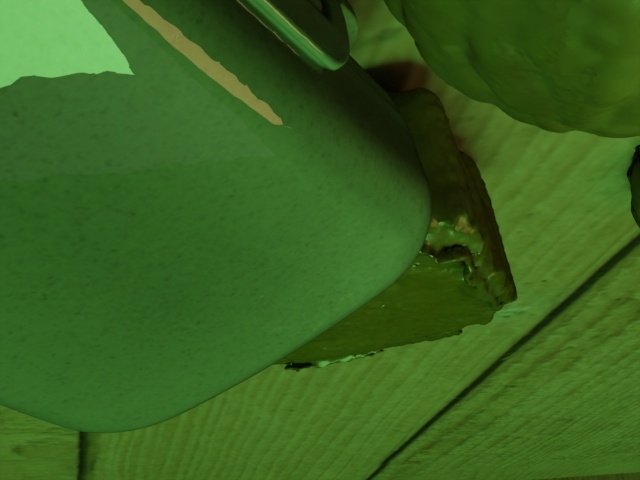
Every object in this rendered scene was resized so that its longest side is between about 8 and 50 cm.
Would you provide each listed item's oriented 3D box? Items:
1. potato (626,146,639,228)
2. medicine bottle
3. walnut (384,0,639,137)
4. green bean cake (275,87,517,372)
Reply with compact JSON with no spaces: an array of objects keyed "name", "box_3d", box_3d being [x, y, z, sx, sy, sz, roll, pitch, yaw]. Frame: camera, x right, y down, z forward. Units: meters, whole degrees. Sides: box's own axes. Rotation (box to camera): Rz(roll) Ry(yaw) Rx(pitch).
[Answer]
[{"name":"potato","box_3d":[0.289,-0.026,0.922,0.120,0.100,0.261,0,160,-16]},{"name":"medicine bottle","box_3d":[-0.127,-0.043,0.591,0.282,0.123,0.375,-33,140,18]},{"name":"walnut","box_3d":[0.111,-0.140,0.402,0.225,0.225,0.261,-4,159,-5]},{"name":"green bean cake","box_3d":[0.000,0.000,0.870,0.230,0.131,0.224,-13,162,11]}]
